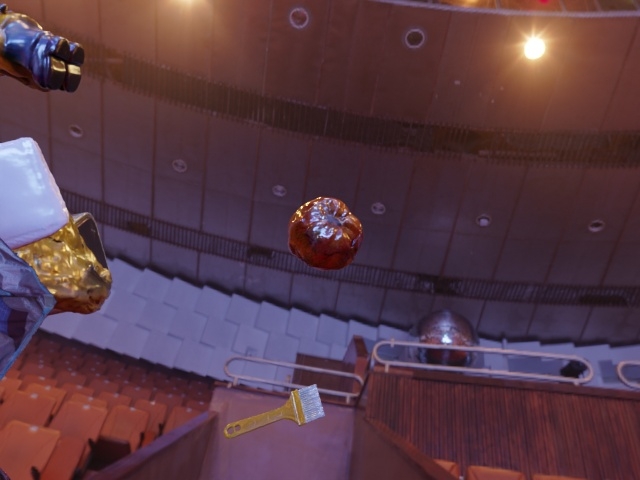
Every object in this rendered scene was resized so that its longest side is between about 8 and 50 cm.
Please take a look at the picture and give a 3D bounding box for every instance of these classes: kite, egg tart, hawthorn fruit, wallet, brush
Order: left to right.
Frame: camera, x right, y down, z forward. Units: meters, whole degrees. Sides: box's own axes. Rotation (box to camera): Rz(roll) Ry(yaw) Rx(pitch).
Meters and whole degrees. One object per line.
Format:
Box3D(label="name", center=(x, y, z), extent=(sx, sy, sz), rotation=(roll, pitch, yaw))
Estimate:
Box3D(label="kite", center=(-0.377, 0.042, 0.463), extent=(0.369, 0.014, 0.406), rotation=(1, -79, 21))
Box3D(label="wallet", center=(-0.402, -0.039, 0.581), extent=(0.183, 0.032, 0.124), rotation=(-22, -83, -16))
Box3D(label="egg tart", center=(-0.550, -0.013, 0.812), extent=(0.443, 0.178, 0.443), rotation=(17, -1, 0))
Box3D(label="brush", center=(-0.128, 0.468, 1.333), extent=(0.272, 0.103, 0.013), rotation=(-19, -47, -3))
Box3D(label="hawthorn fruit", center=(0.002, -0.007, 1.118), extent=(0.179, 0.173, 0.173), rotation=(-12, -43, 43))

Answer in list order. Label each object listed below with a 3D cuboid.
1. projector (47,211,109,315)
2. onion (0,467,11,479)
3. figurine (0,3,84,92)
Box3D(label="projector", center=(-0.769, 0.072, 1.424), extent=(0.249, 0.248, 0.248), rotation=(-11, -74, -8))
Box3D(label="onion", center=(-0.689, 0.533, 0.950), extent=(0.146, 0.314, 0.280), rotation=(-3, -35, -3))
Box3D(label="figurine", center=(-0.577, -0.356, 0.834), extent=(0.332, 0.185, 0.204), rotation=(2, -80, -1))
